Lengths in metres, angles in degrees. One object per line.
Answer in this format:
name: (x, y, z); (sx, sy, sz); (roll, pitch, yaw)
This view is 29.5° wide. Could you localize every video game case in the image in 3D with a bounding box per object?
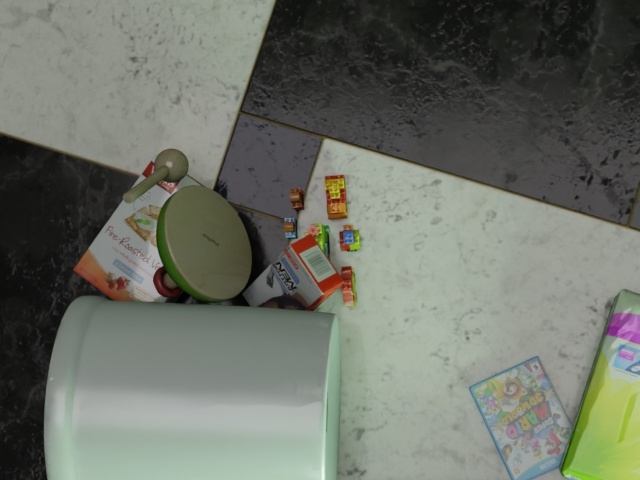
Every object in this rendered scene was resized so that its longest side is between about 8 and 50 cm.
video game case: (0.317, 0.278, 1.870); (0.119, 0.015, 0.166); (-25, 81, 4)

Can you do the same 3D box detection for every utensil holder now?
utensil holder: (-0.171, 0.250, 1.787); (0.386, 0.327, 0.327); (1, 84, 4)

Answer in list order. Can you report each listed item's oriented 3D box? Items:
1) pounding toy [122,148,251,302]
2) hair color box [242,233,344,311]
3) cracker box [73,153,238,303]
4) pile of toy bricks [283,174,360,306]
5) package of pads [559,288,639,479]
pounding toy: (-0.220, -0.002, 1.847); (0.110, 0.183, 0.237); (-23, 109, 35)
hair color box: (-0.044, 0.074, 1.871); (0.053, 0.167, 0.093); (-27, 77, -39)
cracker box: (-0.263, 0.000, 1.952); (0.156, 0.067, 0.232); (35, 88, 9)
pile of toy bricks: (0.000, 0.000, 1.898); (0.118, 0.105, 0.212); (-6, 83, 7)
package of pads: (0.507, 0.248, 1.800); (0.229, 0.101, 0.296); (19, 82, 9)
